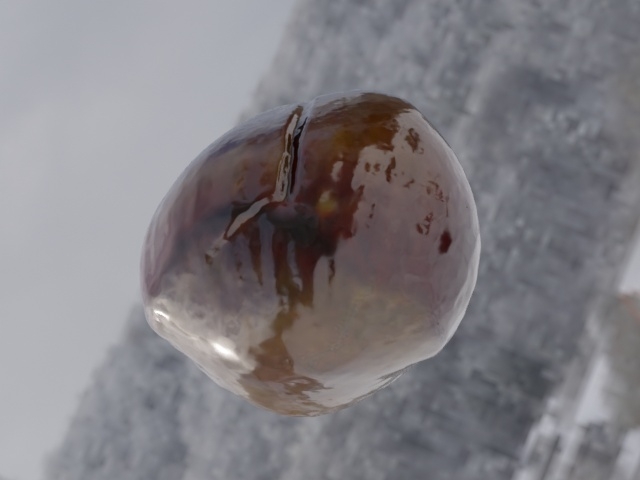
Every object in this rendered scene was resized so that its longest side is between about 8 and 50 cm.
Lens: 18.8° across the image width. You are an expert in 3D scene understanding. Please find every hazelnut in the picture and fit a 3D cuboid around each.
[{"bbox_3d":[0.000,0.000,1.282,0.229,0.229,0.229,21,-90,-82],"label":"hazelnut"}]
